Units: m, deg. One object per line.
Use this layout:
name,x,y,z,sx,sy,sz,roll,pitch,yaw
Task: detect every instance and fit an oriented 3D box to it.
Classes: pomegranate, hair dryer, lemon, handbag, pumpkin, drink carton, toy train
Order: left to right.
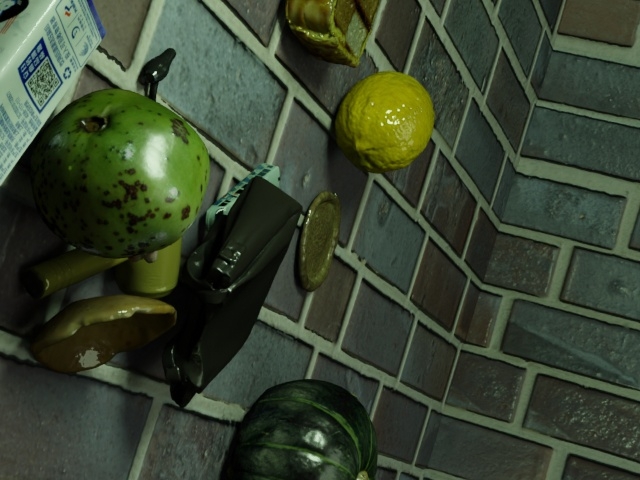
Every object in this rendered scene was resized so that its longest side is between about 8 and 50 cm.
drink carton,-0.352,-0.145,1.347,0.315,0.130,0.107,-62,154,-29
hair dryer,-0.279,0.028,1.741,0.278,0.090,0.135,-27,131,-55
pomegranate,-0.232,-0.058,1.611,0.248,0.214,0.214,82,30,-53
hair dryer,-0.218,-0.211,1.809,0.079,0.031,0.083,-61,170,-55
handbag,-0.141,0.075,1.952,0.257,0.113,0.285,-62,177,-55
toy train,-0.122,-0.064,2.114,0.207,0.047,0.043,-44,142,-56
pumpkin,-0.028,0.404,2.395,0.323,0.241,0.323,15,90,-72
lemon,0.117,-0.213,2.440,0.193,0.180,0.181,-75,169,-62

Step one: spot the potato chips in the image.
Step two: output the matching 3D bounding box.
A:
potato chips,-0.280,0.107,1.713,0.208,0.195,0.062,-1,66,-49

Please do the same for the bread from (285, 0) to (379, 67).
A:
bread,0.023,-0.383,2.199,0.222,0.096,0.181,42,64,-69

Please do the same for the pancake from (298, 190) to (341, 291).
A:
pancake,-0.001,0.000,2.503,0.199,0.021,0.199,14,90,-71
